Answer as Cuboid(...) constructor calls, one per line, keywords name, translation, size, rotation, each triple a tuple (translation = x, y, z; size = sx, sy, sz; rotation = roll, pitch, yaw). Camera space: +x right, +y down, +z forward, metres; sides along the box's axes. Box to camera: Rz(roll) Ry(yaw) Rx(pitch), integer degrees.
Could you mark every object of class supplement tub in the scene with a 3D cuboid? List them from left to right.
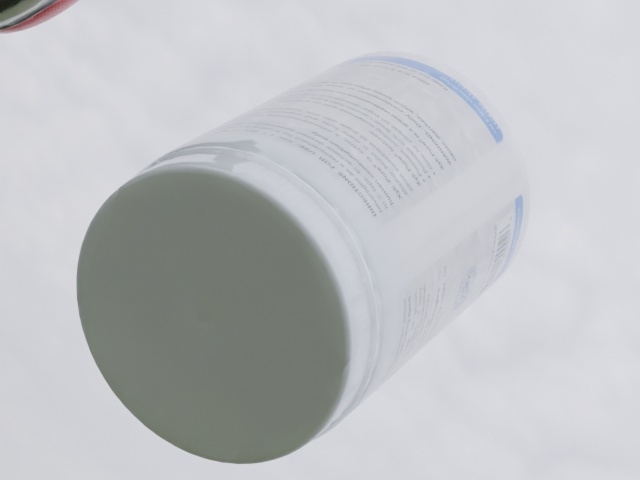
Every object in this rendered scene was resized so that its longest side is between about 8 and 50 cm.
Cuboid(name="supplement tub", translation=(0.000, 0.000, 0.428), size=(0.071, 0.107, 0.071), rotation=(10, -68, 26))

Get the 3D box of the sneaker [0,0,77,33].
Cuboid(name="sneaker", translation=(-0.045, -0.181, 0.495), size=(0.107, 0.279, 0.118), rotation=(12, -6, 22))
